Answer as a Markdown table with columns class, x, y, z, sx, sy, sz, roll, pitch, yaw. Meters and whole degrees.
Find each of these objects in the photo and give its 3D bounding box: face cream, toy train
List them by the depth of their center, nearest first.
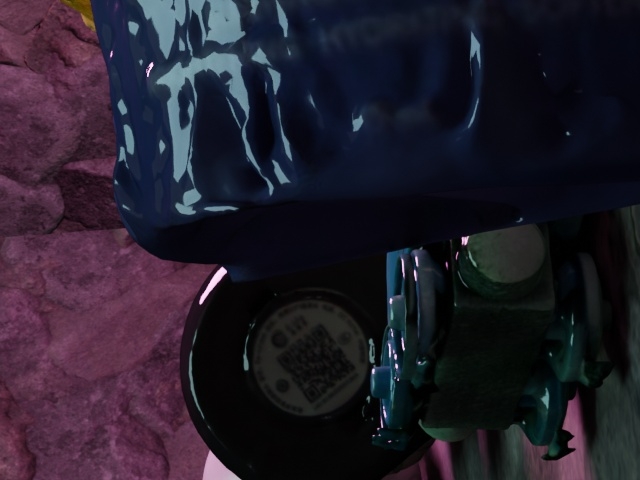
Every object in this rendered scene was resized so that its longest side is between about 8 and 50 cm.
| class | x | y | z | sx | sy | sz | roll | pitch | yaw |
| --- | --- | --- | --- | --- | --- | --- | --- | --- | --- |
| face cream | 0.043 | -0.112 | 0.617 | 0.249 | 0.249 | 0.225 | 140 | 122 | -83 |
| toy train | 0.085 | 0.019 | 0.976 | 0.203 | 0.112 | 0.163 | 101 | 170 | -61 |

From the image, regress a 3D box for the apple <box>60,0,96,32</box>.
| class | x | y | z | sx | sy | sz | roll | pitch | yaw |
| --- | --- | --- | --- | --- | --- | --- | --- | --- | --- |
| apple | -0.145 | -0.318 | 1.637 | 0.374 | 0.383 | 0.374 | 170 | 90 | -80 |

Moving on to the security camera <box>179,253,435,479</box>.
| class | x | y | z | sx | sy | sz | roll | pitch | yaw |
| --- | --- | --- | --- | --- | --- | --- | --- | --- | --- |
| security camera | 0.012 | 0.091 | 1.370 | 0.191 | 0.197 | 0.277 | 49 | -177 | 10 |

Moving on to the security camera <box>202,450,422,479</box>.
| class | x | y | z | sx | sy | sz | roll | pitch | yaw |
| --- | --- | --- | --- | --- | --- | --- | --- | --- | --- |
| security camera | -0.008 | 0.234 | 1.565 | 0.195 | 0.194 | 0.236 | -101 | -1 | -49 |
